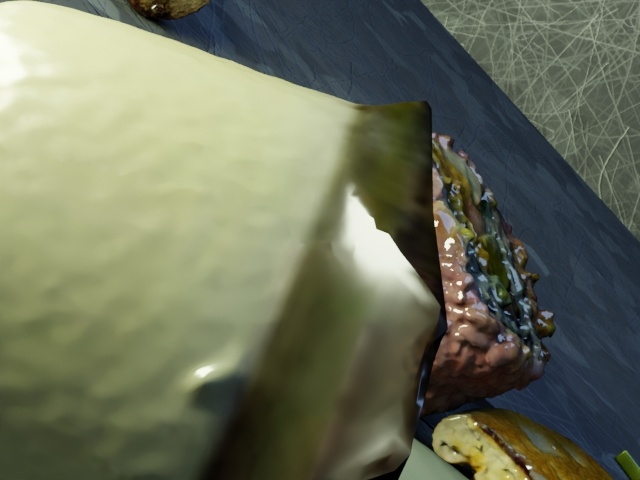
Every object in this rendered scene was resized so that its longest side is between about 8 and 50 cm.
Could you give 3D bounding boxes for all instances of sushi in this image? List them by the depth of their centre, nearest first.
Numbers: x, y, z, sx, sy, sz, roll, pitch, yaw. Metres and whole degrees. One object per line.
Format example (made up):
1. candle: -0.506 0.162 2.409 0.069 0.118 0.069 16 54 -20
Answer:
1. sushi: 0.092 0.032 1.215 0.236 0.171 0.270 26 43 -56

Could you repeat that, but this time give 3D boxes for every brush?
1. brush: 0.414 0.310 1.659 0.083 0.019 0.021 55 11 26

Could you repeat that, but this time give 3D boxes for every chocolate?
1. chocolate: -0.127 0.049 0.627 0.297 0.314 0.326 17 33 -11

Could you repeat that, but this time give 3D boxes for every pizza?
1. pizza: 0.261 0.301 1.219 0.409 0.114 0.277 36 21 -27

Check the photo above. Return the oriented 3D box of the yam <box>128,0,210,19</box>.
1. yam: -0.214 -0.386 1.540 0.131 0.131 0.279 25 32 -47

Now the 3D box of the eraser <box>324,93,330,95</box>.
1. eraser: 0.109 -0.059 1.647 0.352 0.077 0.111 31 25 -39

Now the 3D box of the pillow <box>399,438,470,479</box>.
1. pillow: 0.063 0.233 0.925 0.322 0.120 0.255 39 22 -23

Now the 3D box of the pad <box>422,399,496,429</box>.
1. pad: 0.113 0.152 1.362 0.243 0.004 0.163 42 20 -15
